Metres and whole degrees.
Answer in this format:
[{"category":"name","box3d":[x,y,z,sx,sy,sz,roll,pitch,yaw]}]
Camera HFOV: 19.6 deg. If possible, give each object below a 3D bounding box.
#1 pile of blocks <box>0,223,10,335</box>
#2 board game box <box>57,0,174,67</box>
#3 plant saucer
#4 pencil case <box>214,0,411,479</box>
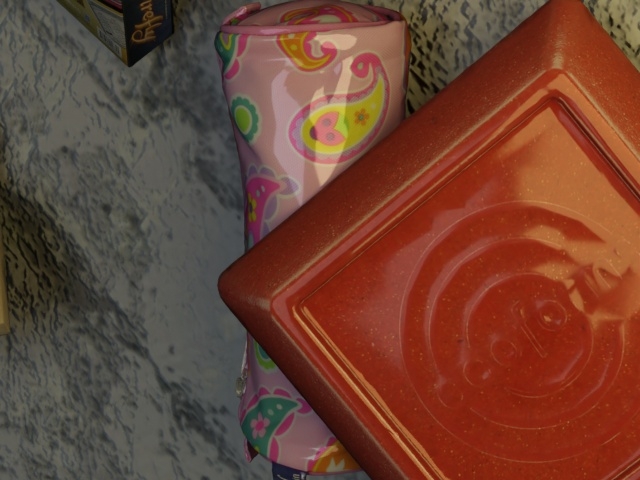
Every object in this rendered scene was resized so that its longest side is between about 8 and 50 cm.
[{"category":"pile of blocks","box3d":[-0.323,-0.049,1.332,0.362,0.149,0.112,54,169,21]},{"category":"board game box","box3d":[-0.190,-0.237,1.156,0.243,0.042,0.165,43,159,17]},{"category":"plant saucer","box3d":[0.113,0.046,0.993,0.258,0.048,0.259,-39,90,12]},{"category":"pencil case","box3d":[0.000,0.000,1.097,0.124,0.124,0.284,8,109,33]}]
